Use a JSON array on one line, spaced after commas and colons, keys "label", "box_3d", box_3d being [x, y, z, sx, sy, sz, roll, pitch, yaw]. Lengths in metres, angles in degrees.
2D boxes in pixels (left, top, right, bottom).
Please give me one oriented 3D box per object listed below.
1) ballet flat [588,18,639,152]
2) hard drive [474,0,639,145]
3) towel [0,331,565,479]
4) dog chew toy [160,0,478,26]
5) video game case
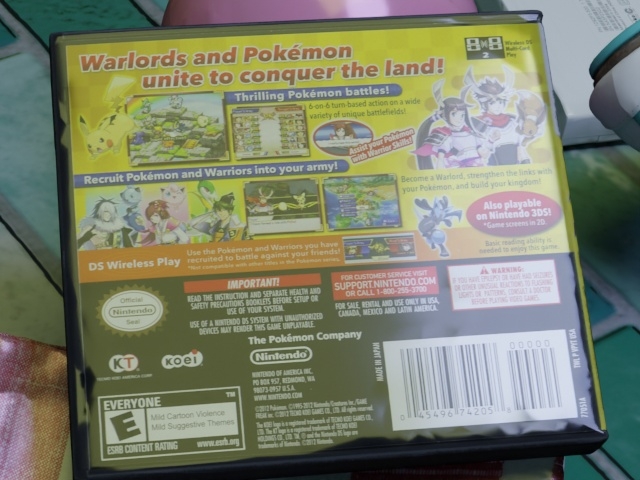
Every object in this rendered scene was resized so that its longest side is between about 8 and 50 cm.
[{"label": "ballet flat", "box_3d": [0.335, -0.110, 1.217, 0.400, 0.139, 0.139, -20, 50, -41]}, {"label": "hard drive", "box_3d": [0.287, -0.163, 1.384, 0.307, 0.040, 0.203, -7, 46, -17]}, {"label": "towel", "box_3d": [-0.042, 0.178, 0.927, 0.329, 0.037, 0.237, 9, 63, -1]}, {"label": "dog chew toy", "box_3d": [-0.007, -0.041, 1.100, 0.206, 0.206, 0.332, 8, 60, -2]}, {"label": "video game case", "box_3d": [0.000, 0.000, 0.968, 0.275, 0.035, 0.248, -4, 71, -7]}]
